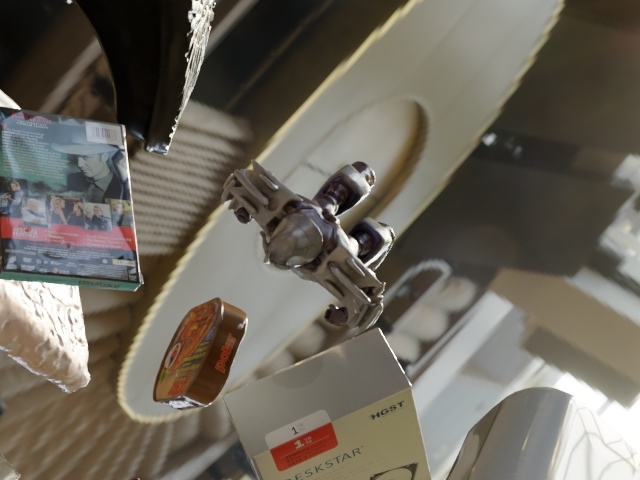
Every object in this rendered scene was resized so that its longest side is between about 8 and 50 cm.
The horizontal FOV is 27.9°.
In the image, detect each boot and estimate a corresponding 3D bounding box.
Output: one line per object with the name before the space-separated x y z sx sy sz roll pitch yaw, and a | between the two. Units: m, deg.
boot | -0.237 -0.255 1.252 0.131 0.260 0.348 -73 -5 -50

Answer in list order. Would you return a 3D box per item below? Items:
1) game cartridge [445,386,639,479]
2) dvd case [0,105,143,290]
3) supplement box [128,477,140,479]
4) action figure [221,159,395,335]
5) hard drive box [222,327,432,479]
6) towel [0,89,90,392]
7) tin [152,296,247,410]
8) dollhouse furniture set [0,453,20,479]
game cartridge | 0.157 0.193 0.483 0.062 0.297 0.198 -43 0 27
dvd case | -0.157 -0.026 0.791 0.087 0.119 0.013 6 -32 -29
supplement box | -0.230 0.425 1.769 0.081 0.104 0.188 -23 -54 31
action figure | 0.000 0.000 1.202 0.099 0.185 0.285 -36 -5 17
hard drive box | 0.014 0.223 1.384 0.181 0.089 0.232 -24 -41 -6
towel | -0.337 -0.035 1.319 0.053 0.317 0.332 -19 -28 10
tin | -0.122 0.117 1.286 0.106 0.040 0.190 -65 14 -17
dollhouse furniture set | -0.429 0.243 0.912 0.286 0.198 0.303 -50 -5 15
